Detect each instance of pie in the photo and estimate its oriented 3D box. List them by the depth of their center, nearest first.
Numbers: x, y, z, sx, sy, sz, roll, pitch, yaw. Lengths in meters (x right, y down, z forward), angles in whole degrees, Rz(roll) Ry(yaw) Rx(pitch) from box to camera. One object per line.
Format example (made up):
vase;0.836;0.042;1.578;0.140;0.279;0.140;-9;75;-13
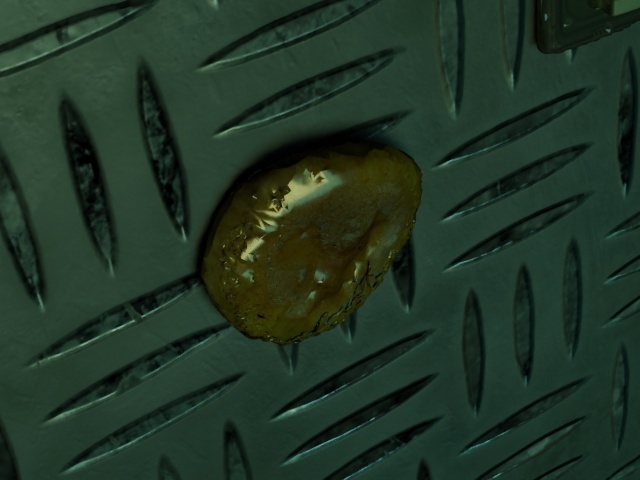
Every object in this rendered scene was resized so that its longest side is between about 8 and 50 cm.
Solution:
pie;0.000;0.001;1.610;0.273;0.069;0.273;-21;136;-22

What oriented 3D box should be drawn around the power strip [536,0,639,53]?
power strip;0.351;-0.332;1.614;0.257;0.092;0.251;-22;136;-19
